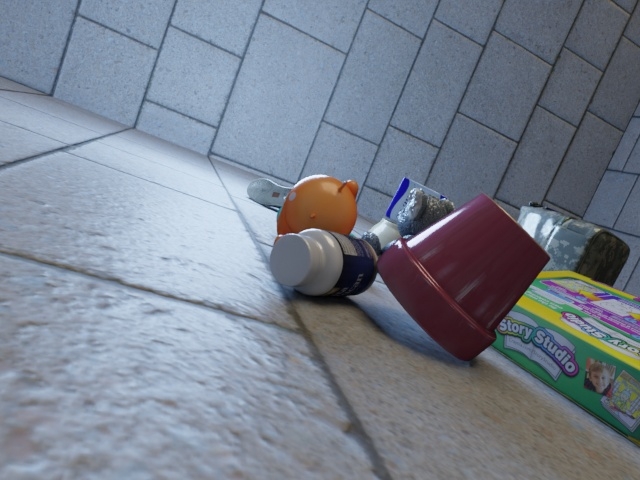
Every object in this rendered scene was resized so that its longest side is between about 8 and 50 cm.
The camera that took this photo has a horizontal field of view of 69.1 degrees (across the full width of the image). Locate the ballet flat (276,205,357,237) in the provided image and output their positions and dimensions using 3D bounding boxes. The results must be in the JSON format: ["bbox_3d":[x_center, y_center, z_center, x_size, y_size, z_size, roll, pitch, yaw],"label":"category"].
[{"bbox_3d":[0.000,0.000,0.991,0.247,0.083,0.087,29,-13,40],"label":"ballet flat"}]

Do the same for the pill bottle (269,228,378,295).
[{"bbox_3d":[0.006,0.033,0.674,0.094,0.094,0.169,28,10,33],"label":"pill bottle"}]

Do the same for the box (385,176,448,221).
[{"bbox_3d":[0.274,-0.095,1.331,0.137,0.126,0.072,28,11,13],"label":"box"}]

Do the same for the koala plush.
[{"bbox_3d":[0.234,-0.011,1.110,0.196,0.222,0.203,15,11,-42],"label":"koala plush"}]

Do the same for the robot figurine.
[{"bbox_3d":[-0.008,-0.038,0.822,0.157,0.128,0.219,0,-14,-12],"label":"robot figurine"}]

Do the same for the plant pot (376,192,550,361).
[{"bbox_3d":[0.212,0.040,0.669,0.201,0.180,0.201,42,15,-14],"label":"plant pot"}]

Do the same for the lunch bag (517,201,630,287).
[{"bbox_3d":[0.569,0.072,1.177,0.212,0.305,0.256,17,11,-38],"label":"lunch bag"}]

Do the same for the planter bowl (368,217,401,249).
[{"bbox_3d":[0.205,0.002,1.354,0.162,0.109,0.162,22,9,-4],"label":"planter bowl"}]

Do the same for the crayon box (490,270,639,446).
[{"bbox_3d":[0.469,0.164,0.786,0.312,0.106,0.363,-1,18,-27],"label":"crayon box"}]

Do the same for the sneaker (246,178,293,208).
[{"bbox_3d":[-0.125,-0.122,1.470,0.221,0.083,0.118,19,-13,27],"label":"sneaker"}]
